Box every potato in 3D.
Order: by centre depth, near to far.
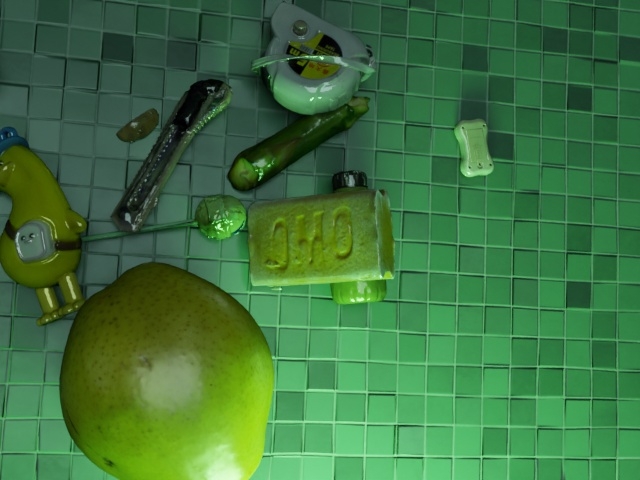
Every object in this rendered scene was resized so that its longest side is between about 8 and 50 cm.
[{"bbox_3d":[-0.348,-0.221,1.627,0.093,0.036,0.037,-37,90,-14],"label":"potato"}]

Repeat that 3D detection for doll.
[{"bbox_3d":[-0.509,-0.036,1.514,0.199,0.145,0.363,-21,86,19],"label":"doll"}]

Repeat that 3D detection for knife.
[{"bbox_3d":[-0.286,-0.172,1.607,0.089,0.043,0.365,23,72,20],"label":"knife"}]

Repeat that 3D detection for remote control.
[{"bbox_3d":[0.325,-0.196,1.781,0.074,0.032,0.122,-7,87,-14],"label":"remote control"}]

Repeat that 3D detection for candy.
[{"bbox_3d":[-0.308,-0.025,1.602,0.336,0.092,0.093,-10,44,-6],"label":"candy"}]

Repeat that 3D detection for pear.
[{"bbox_3d":[-0.256,0.246,1.438,0.362,0.362,0.418,-23,87,-14],"label":"pear"}]

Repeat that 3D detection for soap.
[{"bbox_3d":[0.000,0.000,1.584,0.274,0.089,0.173,-6,85,26],"label":"soap"}]

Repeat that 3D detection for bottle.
[{"bbox_3d":[0.067,-0.006,1.661,0.112,0.112,0.260,-3,85,-13],"label":"bottle"}]

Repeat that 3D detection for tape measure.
[{"bbox_3d":[-0.018,-0.343,1.645,0.236,0.120,0.197,27,67,8],"label":"tape measure"}]

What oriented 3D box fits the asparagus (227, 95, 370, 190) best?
[{"bbox_3d":[-0.033,-0.208,1.678,0.343,0.085,0.082,-33,68,-12],"label":"asparagus"}]
